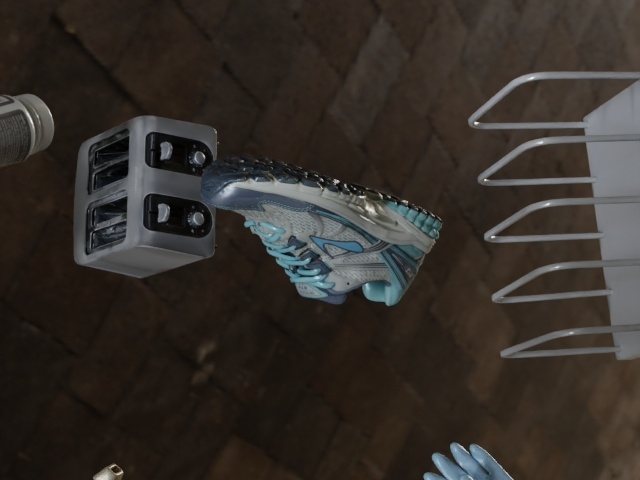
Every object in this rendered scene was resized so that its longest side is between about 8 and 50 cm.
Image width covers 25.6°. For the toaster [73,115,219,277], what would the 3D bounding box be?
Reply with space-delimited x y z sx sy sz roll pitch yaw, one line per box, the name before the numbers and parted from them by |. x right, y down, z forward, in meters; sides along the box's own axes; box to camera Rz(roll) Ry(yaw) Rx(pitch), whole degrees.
toaster | -0.214 -0.050 1.704 0.110 0.185 0.168 13 71 -38

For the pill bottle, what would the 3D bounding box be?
pill bottle | -0.353 -0.111 1.490 0.137 0.078 0.078 -25 129 -52

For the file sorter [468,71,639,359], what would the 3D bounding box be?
file sorter | 0.271 -0.021 1.459 0.193 0.173 0.278 139 -54 -71

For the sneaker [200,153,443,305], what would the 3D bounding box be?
sneaker | 0.000 0.000 1.352 0.283 0.110 0.122 15 96 -39

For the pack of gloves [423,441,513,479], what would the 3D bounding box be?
pack of gloves | 0.168 0.346 1.550 0.195 0.232 0.046 -39 163 -17

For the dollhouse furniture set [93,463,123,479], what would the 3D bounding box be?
dollhouse furniture set | -0.206 0.271 1.283 0.081 0.091 0.114 -52 168 16
